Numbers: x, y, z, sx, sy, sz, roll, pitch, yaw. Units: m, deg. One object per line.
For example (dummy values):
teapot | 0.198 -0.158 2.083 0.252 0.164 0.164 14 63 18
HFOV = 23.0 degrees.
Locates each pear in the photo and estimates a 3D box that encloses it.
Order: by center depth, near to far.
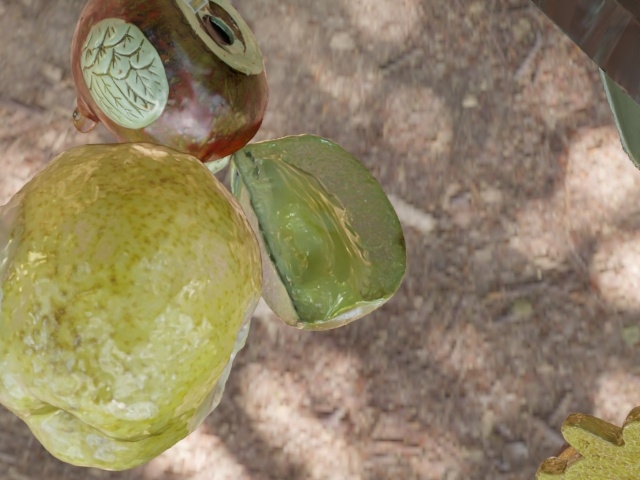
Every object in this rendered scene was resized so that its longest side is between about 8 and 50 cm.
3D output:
pear | -0.167 0.055 1.301 0.271 0.271 0.271 1 121 2

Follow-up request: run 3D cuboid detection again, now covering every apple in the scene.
apple | 0.000 0.000 1.872 0.193 0.265 0.120 -7 148 -28

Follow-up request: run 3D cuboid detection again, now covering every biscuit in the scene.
biscuit | 0.268 0.190 1.299 0.158 0.035 0.240 30 153 4

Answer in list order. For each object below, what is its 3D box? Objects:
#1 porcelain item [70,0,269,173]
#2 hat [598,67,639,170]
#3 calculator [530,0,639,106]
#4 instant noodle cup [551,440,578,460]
porcelain item | -0.189 -0.177 1.777 0.253 0.253 0.253 1 121 2
hat | 0.282 -0.196 1.500 0.214 0.149 0.244 -15 110 -37
calculator | 0.263 -0.075 0.849 0.248 0.274 0.058 7 121 -28
instant noodle cup | 0.371 0.367 1.951 0.174 0.213 0.213 20 120 -14
